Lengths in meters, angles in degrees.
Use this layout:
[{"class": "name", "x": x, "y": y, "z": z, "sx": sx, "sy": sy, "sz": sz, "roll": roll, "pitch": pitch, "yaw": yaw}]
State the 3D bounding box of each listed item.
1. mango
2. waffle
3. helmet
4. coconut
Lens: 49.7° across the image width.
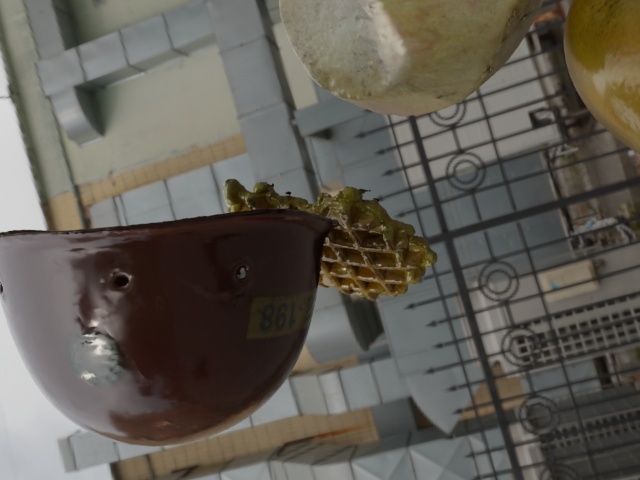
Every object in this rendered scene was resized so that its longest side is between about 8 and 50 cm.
[{"class": "mango", "x": 0.299, "y": -0.128, "z": 0.527, "sx": 0.211, "sy": 0.173, "sz": 0.317, "roll": 31, "pitch": -148, "yaw": -21}, {"class": "waffle", "x": 0.009, "y": 0.003, "z": 0.964, "sx": 0.282, "sy": 0.300, "sz": 0.058, "roll": 91, "pitch": -163, "yaw": -63}, {"class": "helmet", "x": -0.147, "y": 0.088, "z": 0.723, "sx": 0.385, "sy": 0.337, "sz": 0.230, "roll": -1, "pitch": -92, "yaw": -66}, {"class": "coconut", "x": 0.091, "y": -0.256, "z": 0.699, "sx": 0.259, "sy": 0.259, "sz": 0.260, "roll": -16, "pitch": -90, "yaw": -79}]
